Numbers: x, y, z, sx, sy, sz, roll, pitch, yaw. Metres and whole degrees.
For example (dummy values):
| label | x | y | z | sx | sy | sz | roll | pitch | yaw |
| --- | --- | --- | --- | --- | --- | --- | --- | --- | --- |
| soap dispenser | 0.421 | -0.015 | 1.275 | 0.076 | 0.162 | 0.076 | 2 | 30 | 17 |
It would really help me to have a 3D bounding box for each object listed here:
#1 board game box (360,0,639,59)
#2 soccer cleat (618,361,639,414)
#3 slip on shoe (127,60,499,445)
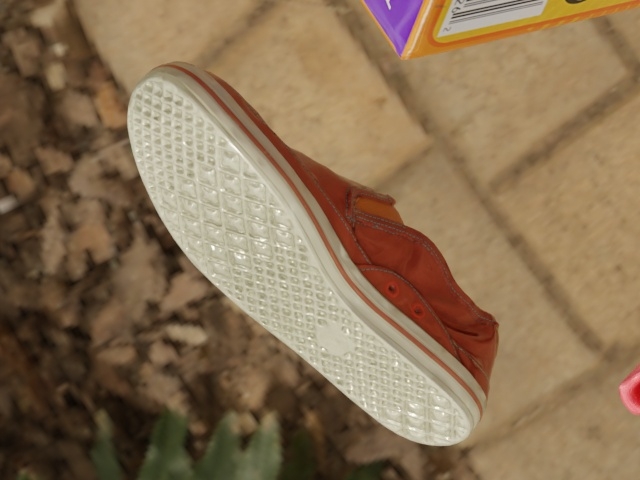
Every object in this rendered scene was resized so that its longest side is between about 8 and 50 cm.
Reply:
| label | x | y | z | sx | sy | sz | roll | pitch | yaw |
| --- | --- | --- | --- | --- | --- | --- | --- | --- | --- |
| board game box | 0.151 | -0.368 | 0.938 | 0.356 | 0.356 | 0.356 | 59 | 149 | 28 |
| soccer cleat | 0.242 | 0.110 | 0.995 | 0.095 | 0.248 | 0.083 | -34 | 113 | 3 |
| slip on shoe | 0.000 | 0.000 | 1.215 | 0.331 | 0.101 | 0.123 | 44 | 142 | -21 |
